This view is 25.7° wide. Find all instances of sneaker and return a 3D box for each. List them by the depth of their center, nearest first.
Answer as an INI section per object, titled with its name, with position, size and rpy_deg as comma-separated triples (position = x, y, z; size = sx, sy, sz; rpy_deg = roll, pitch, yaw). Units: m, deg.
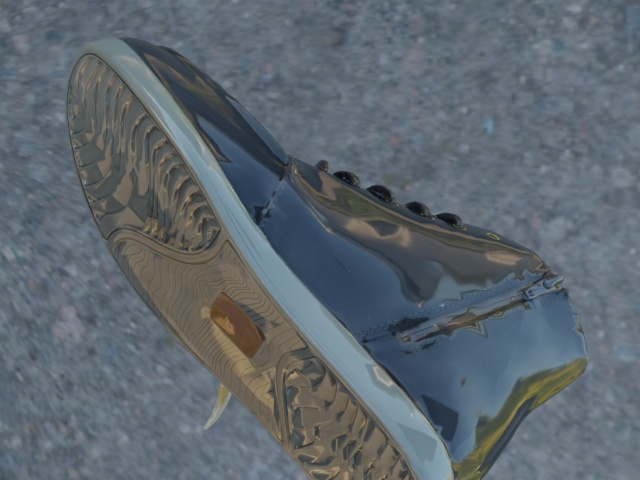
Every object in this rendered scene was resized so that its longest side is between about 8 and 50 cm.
[sneaker]
position = 0.000, 0.000, 0.554
size = 0.118, 0.083, 0.222
rpy_deg = -32, 80, -39

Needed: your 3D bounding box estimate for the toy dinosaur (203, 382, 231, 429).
[toy dinosaur]
position = -0.060, 0.049, 0.986
size = 0.093, 0.053, 0.183
rpy_deg = 0, 123, 21
